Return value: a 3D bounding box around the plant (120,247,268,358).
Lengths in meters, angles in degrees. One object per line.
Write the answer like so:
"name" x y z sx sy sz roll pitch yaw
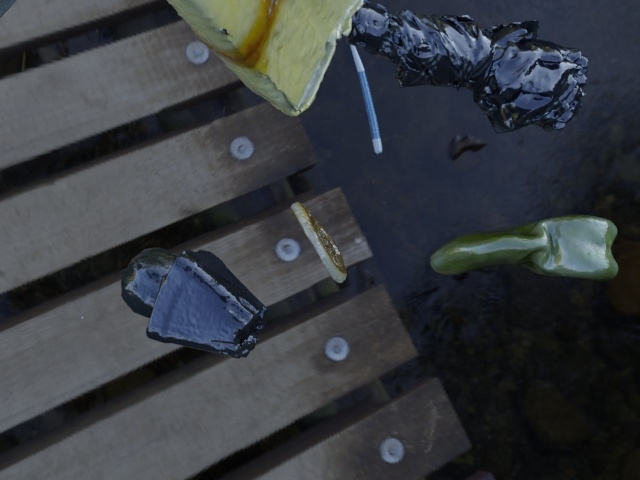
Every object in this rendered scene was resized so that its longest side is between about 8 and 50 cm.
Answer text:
"plant" -0.216 0.103 1.403 0.256 0.142 0.164 28 98 13

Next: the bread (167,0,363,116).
"bread" -0.020 -0.256 0.661 0.236 0.263 0.198 -34 66 7

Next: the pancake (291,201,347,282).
"pancake" 0.000 0.000 1.371 0.028 0.158 0.158 -32 94 8

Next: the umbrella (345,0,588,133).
"umbrella" 0.189 -0.223 1.096 0.336 0.128 0.154 1 87 -16

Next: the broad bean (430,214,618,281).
"broad bean" 0.233 0.008 0.951 0.206 0.153 0.072 2 87 15

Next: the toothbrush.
"toothbrush" 0.084 -0.298 1.555 0.025 0.019 0.276 -17 102 -13

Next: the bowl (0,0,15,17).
"bowl" -0.277 -0.307 0.581 0.313 0.146 0.313 7 81 -56
